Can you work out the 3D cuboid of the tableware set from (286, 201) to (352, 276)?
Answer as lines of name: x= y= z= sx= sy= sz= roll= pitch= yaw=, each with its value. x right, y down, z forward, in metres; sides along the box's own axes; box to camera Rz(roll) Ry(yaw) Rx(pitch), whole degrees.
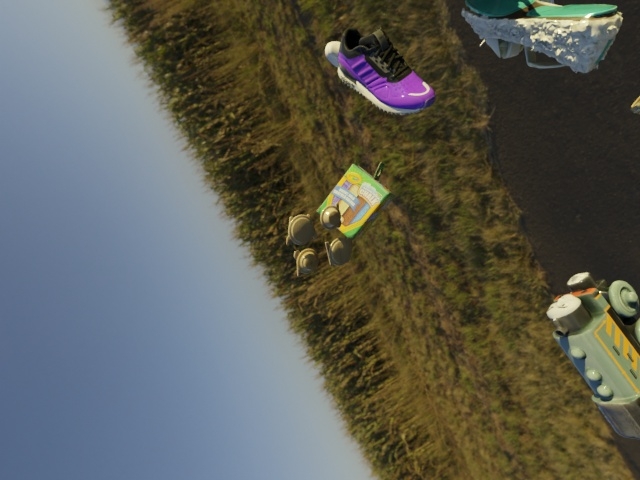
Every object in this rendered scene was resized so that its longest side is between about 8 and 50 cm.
tableware set: x=0.000 y=0.000 z=0.889 sx=0.020 sy=0.169 sz=0.141 roll=15 pitch=118 yaw=54

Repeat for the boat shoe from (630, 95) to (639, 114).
boat shoe: x=0.703 y=-0.340 z=0.760 sx=0.089 sy=0.104 sz=0.285 roll=28 pitch=146 yaw=19

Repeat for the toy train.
toy train: x=0.606 y=0.232 z=0.840 sx=0.334 sy=0.190 sz=0.142 roll=56 pitch=153 yaw=3

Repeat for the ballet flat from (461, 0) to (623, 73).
ballet flat: x=0.463 y=-0.468 z=0.929 sx=0.409 sy=0.147 sz=0.147 roll=57 pitch=174 yaw=50

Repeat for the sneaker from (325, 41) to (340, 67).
sneaker: x=0.119 y=-0.587 z=1.317 sx=0.094 sy=0.212 sz=0.080 roll=13 pitch=92 yaw=59

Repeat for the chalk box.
chalk box: x=0.160 y=-0.166 z=1.557 sx=0.179 sy=0.289 sz=0.180 roll=42 pitch=-166 yaw=12

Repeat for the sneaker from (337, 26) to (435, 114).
sneaker: x=0.143 y=-0.409 z=0.957 sx=0.293 sy=0.102 sz=0.146 roll=40 pitch=155 yaw=28

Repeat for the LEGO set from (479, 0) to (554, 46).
LEGO set: x=0.490 y=-0.592 z=1.041 sx=0.182 sy=0.060 sz=0.244 roll=23 pitch=157 yaw=44
